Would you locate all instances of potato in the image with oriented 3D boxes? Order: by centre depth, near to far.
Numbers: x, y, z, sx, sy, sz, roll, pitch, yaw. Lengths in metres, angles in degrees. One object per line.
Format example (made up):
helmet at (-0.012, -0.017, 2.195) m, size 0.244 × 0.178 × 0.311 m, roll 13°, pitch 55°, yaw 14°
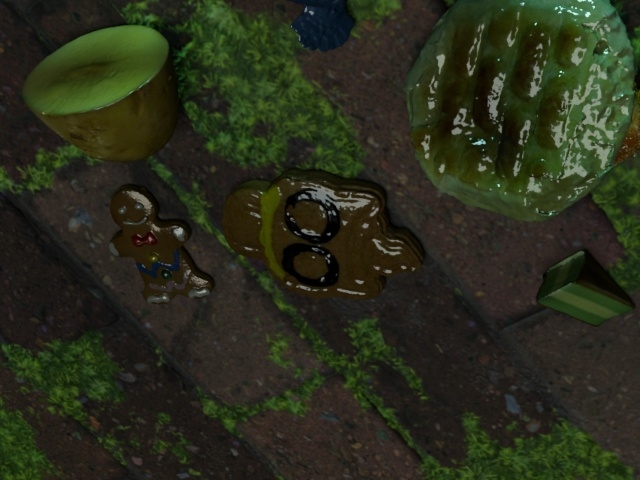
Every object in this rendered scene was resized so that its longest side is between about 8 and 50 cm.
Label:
potato at (-0.260, -0.173, 1.656) m, size 0.204 × 0.178 × 0.158 m, roll -20°, pitch 132°, yaw 11°

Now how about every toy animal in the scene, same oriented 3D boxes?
toy animal at (-0.057, -0.314, 1.478) m, size 0.256 × 0.239 × 0.176 m, roll 1°, pitch 102°, yaw -31°

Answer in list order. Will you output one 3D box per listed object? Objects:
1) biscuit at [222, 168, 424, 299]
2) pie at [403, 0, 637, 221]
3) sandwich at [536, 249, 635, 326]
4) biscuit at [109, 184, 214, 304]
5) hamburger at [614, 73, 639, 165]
biscuit at (0.000, 0.000, 1.757) m, size 0.291 × 0.041 × 0.208 m, roll 11°, pitch 128°, yaw 13°
pie at (0.225, -0.162, 1.468) m, size 0.306 × 0.071 × 0.306 m, roll 6°, pitch 100°, yaw 39°
sandwich at (0.350, 0.085, 1.668) m, size 0.074 × 0.074 × 0.116 m, roll -33°, pitch 108°, yaw 36°
biscuit at (-0.249, 0.009, 1.861) m, size 0.138 × 0.031 × 0.205 m, roll -8°, pitch 120°, yaw 25°
hamburger at (0.312, -0.140, 1.510) m, size 0.166 × 0.087 × 0.137 m, roll -18°, pitch 116°, yaw 31°
